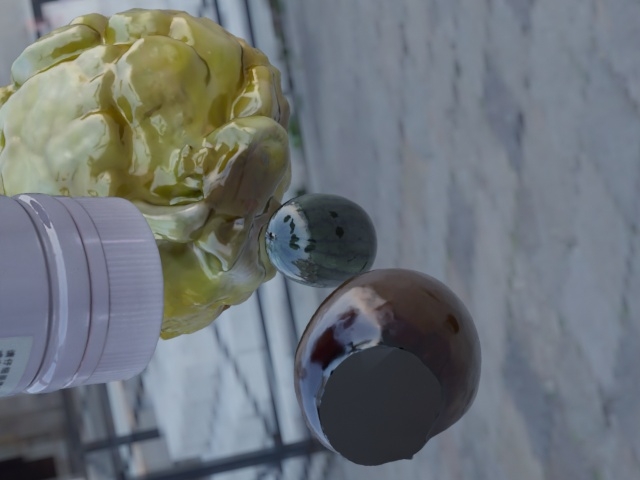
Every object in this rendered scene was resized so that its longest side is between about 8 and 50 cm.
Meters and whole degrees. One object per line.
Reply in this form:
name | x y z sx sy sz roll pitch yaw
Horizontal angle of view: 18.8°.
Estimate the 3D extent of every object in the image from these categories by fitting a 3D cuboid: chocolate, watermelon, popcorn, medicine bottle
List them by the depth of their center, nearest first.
medicine bottle | -0.234 0.036 1.205 0.133 0.250 0.133 10 102 56
chocolate | 0.046 0.076 1.291 0.127 0.124 0.133 -52 19 21
watermelon | 0.000 0.000 1.568 0.078 0.111 0.078 -3 86 40
popcorn | -0.205 -0.069 2.121 0.354 0.390 0.344 65 -167 8
